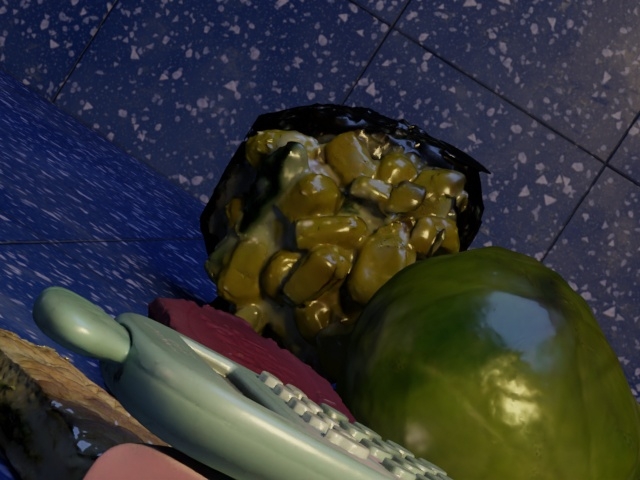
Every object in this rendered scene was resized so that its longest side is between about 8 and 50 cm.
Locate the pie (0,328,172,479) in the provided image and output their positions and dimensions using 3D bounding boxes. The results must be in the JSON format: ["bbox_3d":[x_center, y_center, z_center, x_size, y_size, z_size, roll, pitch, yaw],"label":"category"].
[{"bbox_3d":[-0.136,0.130,1.034,0.185,0.052,0.218,28,4,-41],"label":"pie"}]

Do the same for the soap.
[{"bbox_3d":[-0.076,0.129,1.262,0.162,0.099,0.250,24,6,-19],"label":"soap"}]

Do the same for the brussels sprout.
[{"bbox_3d":[0.158,0.160,1.545,0.344,0.268,0.344,49,16,-19],"label":"brussels sprout"}]

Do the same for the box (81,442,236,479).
[{"bbox_3d":[0.017,0.205,0.901,0.190,0.112,0.370,36,5,24],"label":"box"}]

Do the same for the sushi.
[{"bbox_3d":[0.000,0.000,1.879,0.329,0.328,0.285,35,15,9],"label":"sushi"}]

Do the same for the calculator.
[{"bbox_3d":[-0.022,0.101,0.844,0.295,0.042,0.184,29,0,-19],"label":"calculator"}]
